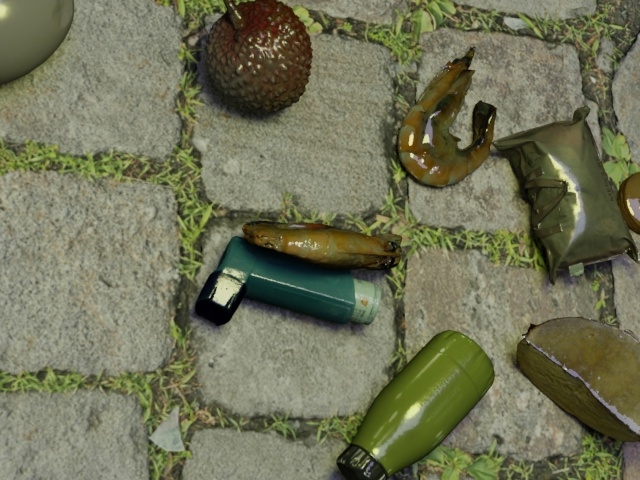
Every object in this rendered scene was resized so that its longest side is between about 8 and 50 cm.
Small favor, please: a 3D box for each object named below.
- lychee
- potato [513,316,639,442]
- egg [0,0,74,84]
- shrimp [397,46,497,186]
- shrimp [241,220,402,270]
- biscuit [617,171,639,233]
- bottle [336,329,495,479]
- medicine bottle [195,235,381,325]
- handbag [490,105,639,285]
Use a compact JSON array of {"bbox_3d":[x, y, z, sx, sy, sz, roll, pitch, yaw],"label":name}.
[{"bbox_3d":[-0.094,-0.279,1.712,0.165,0.165,0.197,-58,136,-24],"label":"lychee"},{"bbox_3d":[0.411,0.194,1.752,0.243,0.098,0.138,41,62,6],"label":"potato"},{"bbox_3d":[-0.449,-0.305,1.608,0.232,0.176,0.176,-22,80,-28],"label":"egg"},{"bbox_3d":[0.220,-0.192,1.840,0.145,0.059,0.254,40,66,-5],"label":"shrimp"},{"bbox_3d":[0.000,0.001,1.672,0.253,0.173,0.058,5,101,-41],"label":"shrimp"},{"bbox_3d":[0.612,0.001,1.904,0.301,0.049,0.197,42,64,1],"label":"biscuit"},{"bbox_3d":[0.129,0.245,1.640,0.112,0.112,0.260,47,66,2],"label":"bottle"},{"bbox_3d":[-0.044,0.075,1.660,0.258,0.079,0.124,14,62,-13],"label":"medicine bottle"},{"bbox_3d":[0.384,-0.071,1.823,0.183,0.117,0.270,-15,78,-12],"label":"handbag"}]
